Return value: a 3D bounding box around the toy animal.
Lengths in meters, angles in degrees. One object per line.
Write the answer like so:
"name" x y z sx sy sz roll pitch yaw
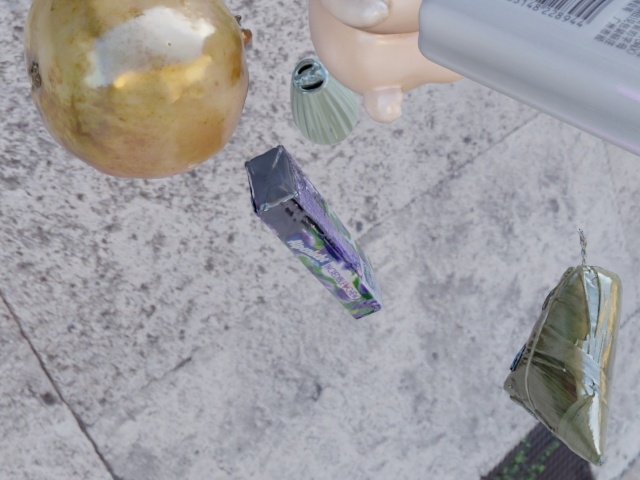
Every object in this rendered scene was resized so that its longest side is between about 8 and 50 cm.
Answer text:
"toy animal" 0.109 -0.271 0.913 0.277 0.345 0.247 -7 121 -13

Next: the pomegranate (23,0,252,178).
"pomegranate" -0.189 -0.202 0.877 0.270 0.252 0.229 -19 152 -34

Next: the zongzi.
"zongzi" 0.256 0.096 0.718 0.081 0.178 0.189 23 95 -8

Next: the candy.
"candy" 0.000 0.000 0.988 0.061 0.088 0.312 -22 144 13

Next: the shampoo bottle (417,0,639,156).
"shampoo bottle" 0.152 -0.068 0.330 0.086 0.227 0.056 -36 142 -28

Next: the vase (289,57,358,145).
"vase" -0.001 -0.259 1.434 0.248 0.128 0.128 47 65 -77
